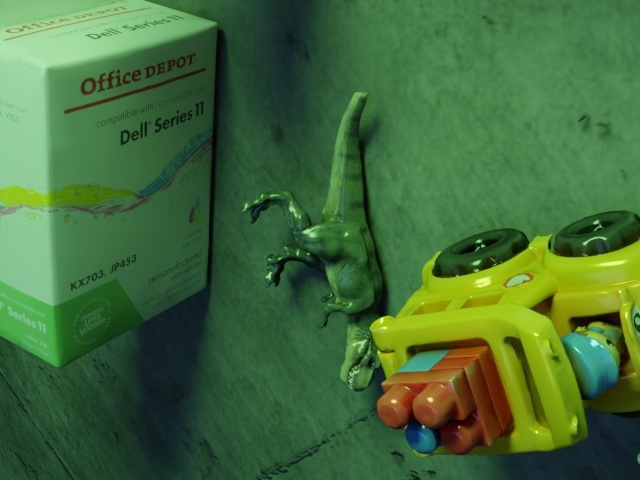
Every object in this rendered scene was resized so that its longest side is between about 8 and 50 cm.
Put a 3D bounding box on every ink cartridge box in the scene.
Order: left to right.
[{"bbox_3d":[-0.202,-0.091,0.859,0.119,0.207,0.354,23,123,29],"label":"ink cartridge box"}]

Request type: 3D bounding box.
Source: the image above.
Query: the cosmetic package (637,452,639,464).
[{"bbox_3d":[0.349,0.197,0.665,0.231,0.085,0.117,51,131,9],"label":"cosmetic package"}]

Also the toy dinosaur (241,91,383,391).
[{"bbox_3d":[0.000,0.000,0.850,0.118,0.064,0.268,2,112,21],"label":"toy dinosaur"}]

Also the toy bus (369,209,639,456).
[{"bbox_3d":[0.144,0.084,0.681,0.220,0.211,0.149,-11,102,38],"label":"toy bus"}]
